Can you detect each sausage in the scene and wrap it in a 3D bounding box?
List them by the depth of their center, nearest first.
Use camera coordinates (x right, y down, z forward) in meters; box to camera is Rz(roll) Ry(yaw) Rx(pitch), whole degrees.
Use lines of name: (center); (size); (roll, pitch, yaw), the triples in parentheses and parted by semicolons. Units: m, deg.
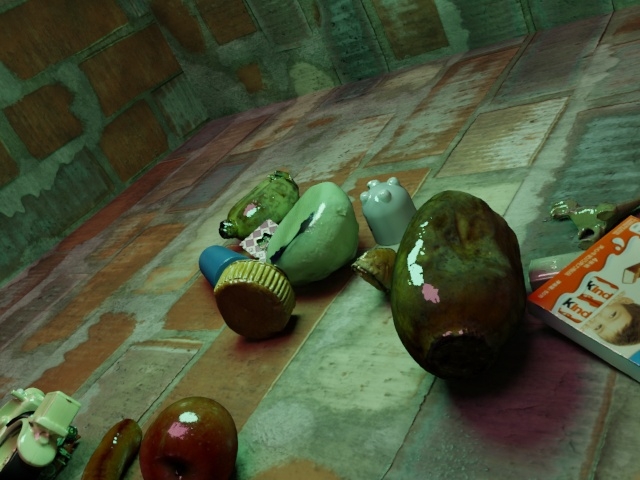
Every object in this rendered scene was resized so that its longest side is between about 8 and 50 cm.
sausage: (-0.425, 0.465, 1.259); (0.103, 0.076, 0.302); (-27, 17, 1)

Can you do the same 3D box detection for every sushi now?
sushi: (-0.159, 0.010, 1.899); (0.120, 0.026, 0.126); (37, 70, 27)

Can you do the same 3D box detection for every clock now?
clock: (-0.700, 0.467, 1.449); (0.379, 0.120, 0.276); (-14, 41, 47)

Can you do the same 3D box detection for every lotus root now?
lotus root: (0.241, 0.091, 1.131); (0.250, 0.250, 0.346); (-17, 30, 22)
lotus root: (-0.195, -0.092, 2.014); (0.309, 0.173, 0.173); (-41, 28, -24)

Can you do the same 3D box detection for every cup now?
cup: (0.181, -0.094, 1.659); (0.134, 0.142, 0.173); (-14, 28, 27)

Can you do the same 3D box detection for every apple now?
apple: (-0.239, 0.384, 1.159); (0.181, 0.181, 0.168); (-26, 3, 3)

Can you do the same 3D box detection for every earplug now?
earplug: (-0.277, 0.081, 1.812); (0.132, 0.132, 0.273); (-35, 23, -15)

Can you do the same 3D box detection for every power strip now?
power strip: (0.479, 0.058, 1.200); (0.175, 0.042, 0.075); (-13, 28, 28)

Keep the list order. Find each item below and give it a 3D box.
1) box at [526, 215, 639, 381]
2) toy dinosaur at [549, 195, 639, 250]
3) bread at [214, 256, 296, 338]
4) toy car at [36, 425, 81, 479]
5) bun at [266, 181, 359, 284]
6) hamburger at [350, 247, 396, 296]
box: (0.533, 0.090, 1.040); (0.273, 0.048, 0.265); (-35, 36, -14)
toy dinosaur: (0.594, -0.068, 1.295); (0.251, 0.072, 0.200); (-23, 14, 34)
bread: (-0.158, 0.144, 1.493); (0.199, 0.199, 0.104); (-14, 32, 26)
toy car: (-0.606, 0.493, 1.442); (0.073, 0.054, 0.143); (-33, 24, 28)
bun: (0.000, 0.000, 1.629); (0.293, 0.187, 0.293); (-45, 19, 21)
hamburger: (0.153, 0.073, 1.413); (0.102, 0.176, 0.087); (45, 103, 26)
